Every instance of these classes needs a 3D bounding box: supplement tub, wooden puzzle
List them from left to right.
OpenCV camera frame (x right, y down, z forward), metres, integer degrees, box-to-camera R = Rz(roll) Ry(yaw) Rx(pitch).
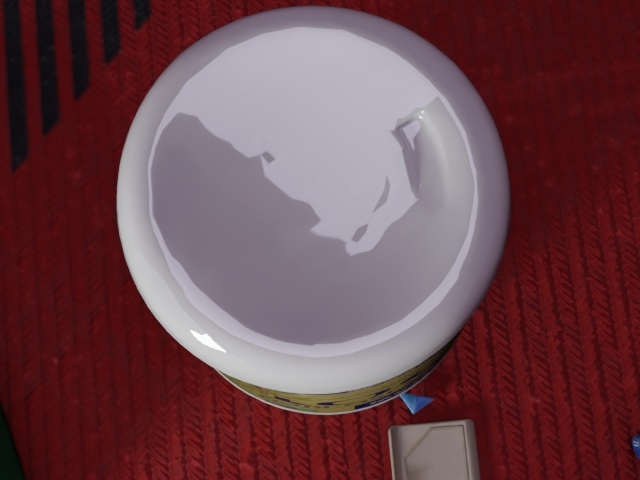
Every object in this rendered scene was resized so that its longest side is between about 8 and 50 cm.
[{"bbox_3d":[0.000,0.000,0.845,0.241,0.331,0.241,0,78,2],"label":"supplement tub"},{"bbox_3d":[0.094,0.184,0.968,0.078,0.014,0.116,3,79,-2],"label":"wooden puzzle"}]

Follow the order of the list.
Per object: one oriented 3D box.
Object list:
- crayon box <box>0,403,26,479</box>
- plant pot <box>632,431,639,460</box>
[{"bbox_3d":[-0.441,0.175,0.941,0.362,0.106,0.313,-21,77,-3],"label":"crayon box"},{"bbox_3d":[0.402,0.190,0.852,0.236,0.236,0.212,-27,85,-5],"label":"plant pot"}]
